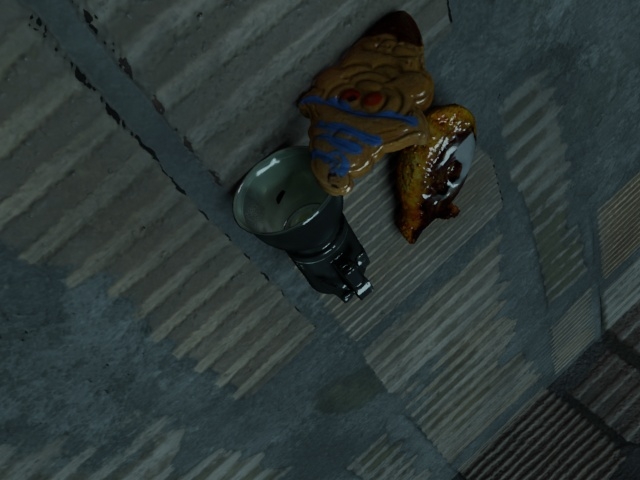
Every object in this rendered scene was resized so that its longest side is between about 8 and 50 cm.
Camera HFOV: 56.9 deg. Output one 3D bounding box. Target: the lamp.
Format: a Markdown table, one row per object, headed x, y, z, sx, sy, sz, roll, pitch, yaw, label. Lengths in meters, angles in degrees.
| x | y | z | sx | sy | sz | roll | pitch | yaw | label |
| --- | --- | --- | --- | --- | --- | --- | --- | --- | --- |
| 0.000 | 0.000 | 0.825 | 0.147 | 0.172 | 0.227 | -42 | 137 | -7 | lamp |

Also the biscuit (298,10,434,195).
| x | y | z | sx | sy | sz | roll | pitch | yaw | label |
| --- | --- | --- | --- | --- | --- | --- | --- | --- | --- |
| 0.062 | -0.180 | 0.735 | 0.280 | 0.183 | 0.043 | -68 | 154 | -16 | biscuit |

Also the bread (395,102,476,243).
| x | y | z | sx | sy | sz | roll | pitch | yaw | label |
| --- | --- | --- | --- | --- | --- | --- | --- | --- | --- |
| 0.179 | -0.105 | 0.957 | 0.139 | 0.095 | 0.268 | -26 | 149 | -18 | bread |
